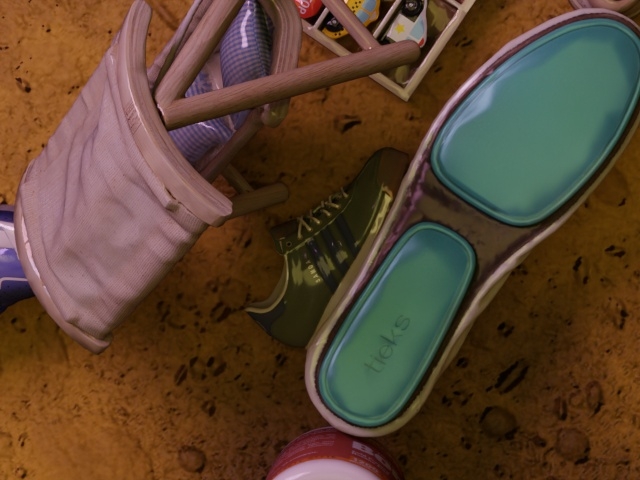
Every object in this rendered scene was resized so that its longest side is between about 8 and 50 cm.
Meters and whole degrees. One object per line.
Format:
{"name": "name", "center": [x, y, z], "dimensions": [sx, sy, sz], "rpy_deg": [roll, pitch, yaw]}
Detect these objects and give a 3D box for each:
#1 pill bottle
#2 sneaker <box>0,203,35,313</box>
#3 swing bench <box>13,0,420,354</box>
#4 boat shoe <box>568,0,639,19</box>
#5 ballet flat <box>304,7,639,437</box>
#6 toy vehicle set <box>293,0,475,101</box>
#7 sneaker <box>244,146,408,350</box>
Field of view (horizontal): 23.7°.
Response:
{"name": "pill bottle", "center": [0.011, 0.215, 1.224], "dimensions": [0.121, 0.216, 0.121], "rpy_deg": [0, 94, 3]}
{"name": "sneaker", "center": [-0.349, 0.066, 1.294], "dimensions": [0.315, 0.127, 0.182], "rpy_deg": [-2, 97, 10]}
{"name": "swing bench", "center": [-0.102, -0.081, 1.148], "dimensions": [0.165, 0.253, 0.255], "rpy_deg": [48, 52, 0]}
{"name": "boat shoe", "center": [0.270, -0.326, 1.238], "dimensions": [0.109, 0.098, 0.302], "rpy_deg": [15, 94, 2]}
{"name": "ballet flat", "center": [0.122, -0.017, 1.251], "dimensions": [0.139, 0.139, 0.400], "rpy_deg": [35, 90, 1]}
{"name": "toy vehicle set", "center": [0.079, -0.272, 1.284], "dimensions": [0.166, 0.035, 0.267], "rpy_deg": [34, 94, 1]}
{"name": "sneaker", "center": [0.000, 0.000, 1.288], "dimensions": [0.086, 0.064, 0.192], "rpy_deg": [23, 97, -3]}
